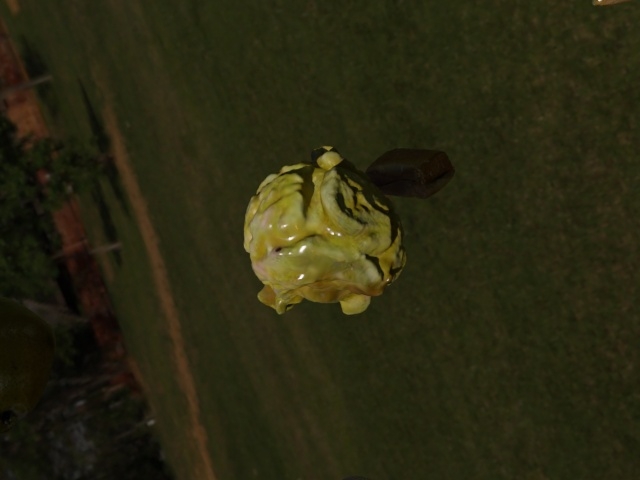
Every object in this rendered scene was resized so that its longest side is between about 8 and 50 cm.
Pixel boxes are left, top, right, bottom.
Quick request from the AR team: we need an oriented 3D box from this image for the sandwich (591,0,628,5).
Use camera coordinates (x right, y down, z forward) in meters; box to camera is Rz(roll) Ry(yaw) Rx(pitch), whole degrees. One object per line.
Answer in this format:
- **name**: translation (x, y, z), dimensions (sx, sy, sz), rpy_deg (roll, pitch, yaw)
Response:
- **sandwich**: translation (0.401, -0.363, 1.031), dimensions (0.063, 0.212, 0.245), rpy_deg (57, 150, 25)

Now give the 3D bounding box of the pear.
- **pear**: translation (-0.335, 0.118, 0.939), dimensions (0.104, 0.141, 0.141), rpy_deg (26, -158, -44)

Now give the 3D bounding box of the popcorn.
- **popcorn**: translation (0.000, -0.001, 1.113), dimensions (0.167, 0.186, 0.187), rpy_deg (-119, 7, -64)

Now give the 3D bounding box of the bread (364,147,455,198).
- **bread**: translation (0.123, -0.094, 1.360), dimensions (0.132, 0.074, 0.053), rpy_deg (5, 127, 49)

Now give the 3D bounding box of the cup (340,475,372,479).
- **cup**: translation (0.048, 0.333, 0.872), dimensions (0.221, 0.202, 0.167), rpy_deg (55, 157, 13)
